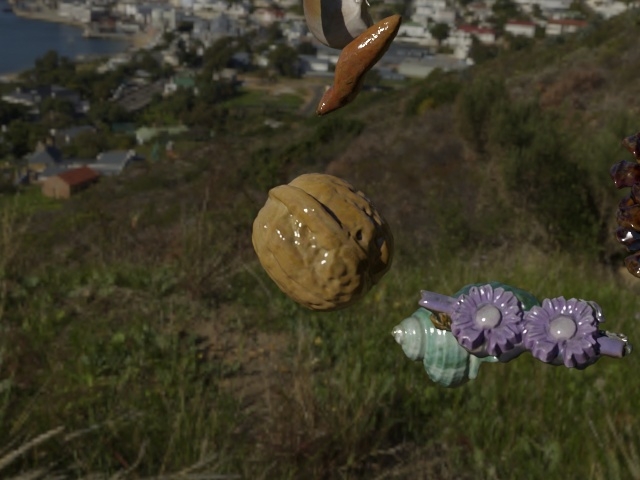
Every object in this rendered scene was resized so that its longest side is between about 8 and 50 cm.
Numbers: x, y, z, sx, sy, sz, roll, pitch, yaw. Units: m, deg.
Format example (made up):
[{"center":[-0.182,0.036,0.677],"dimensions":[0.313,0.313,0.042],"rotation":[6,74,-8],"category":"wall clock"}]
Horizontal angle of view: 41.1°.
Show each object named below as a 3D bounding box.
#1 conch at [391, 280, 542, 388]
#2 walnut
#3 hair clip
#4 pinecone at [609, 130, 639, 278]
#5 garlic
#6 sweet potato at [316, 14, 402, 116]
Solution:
[{"center":[0.258,0.165,1.481],"dimensions":[0.277,0.195,0.220],"rotation":[5,12,-4],"category":"conch"},{"center":[0.000,0.000,1.528],"dimensions":[0.224,0.257,0.257],"rotation":[-43,39,-17],"category":"walnut"},{"center":[0.273,0.120,1.168],"dimensions":[0.292,0.084,0.106],"rotation":[8,61,23],"category":"hair clip"},{"center":[0.523,-0.055,1.200],"dimensions":[0.244,0.309,0.244],"rotation":[4,31,-3],"category":"pinecone"},{"center":[0.045,-0.397,1.495],"dimensions":[0.148,0.128,0.266],"rotation":[32,9,-43],"category":"garlic"},{"center":[0.056,-0.272,1.319],"dimensions":[0.058,0.202,0.055],"rotation":[44,34,7],"category":"sweet potato"}]
